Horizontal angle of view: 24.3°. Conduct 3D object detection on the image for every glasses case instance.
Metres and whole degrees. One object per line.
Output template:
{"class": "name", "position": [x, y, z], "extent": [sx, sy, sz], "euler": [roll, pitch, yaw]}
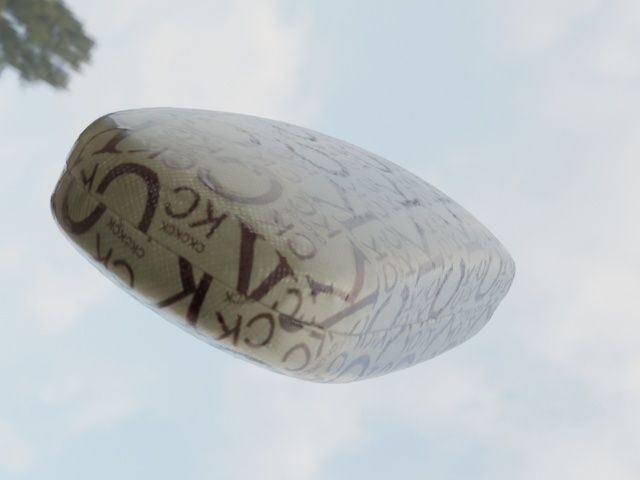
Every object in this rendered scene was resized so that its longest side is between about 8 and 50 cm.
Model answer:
{"class": "glasses case", "position": [0.000, 0.000, 0.683], "extent": [0.137, 0.354, 0.085], "euler": [31, -81, 16]}
